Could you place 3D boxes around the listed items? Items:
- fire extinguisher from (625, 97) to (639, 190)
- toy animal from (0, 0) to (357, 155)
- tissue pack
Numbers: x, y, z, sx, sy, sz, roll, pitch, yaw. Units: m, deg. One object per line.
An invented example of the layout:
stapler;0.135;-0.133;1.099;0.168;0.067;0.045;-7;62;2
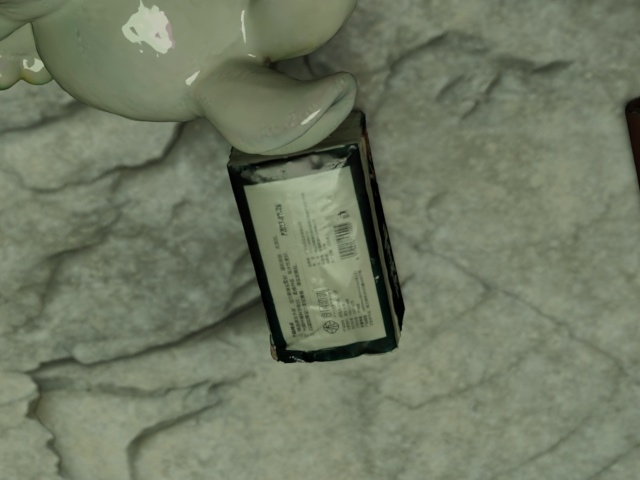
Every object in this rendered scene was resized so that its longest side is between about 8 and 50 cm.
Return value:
fire extinguisher;0.264;-0.027;1.039;0.049;0.035;0.173;-29;117;-28
toy animal;-0.131;-0.176;0.879;0.310;0.247;0.182;38;75;-28
tissue pack;0.000;0.001;1.021;0.103;0.090;0.170;-10;112;5
